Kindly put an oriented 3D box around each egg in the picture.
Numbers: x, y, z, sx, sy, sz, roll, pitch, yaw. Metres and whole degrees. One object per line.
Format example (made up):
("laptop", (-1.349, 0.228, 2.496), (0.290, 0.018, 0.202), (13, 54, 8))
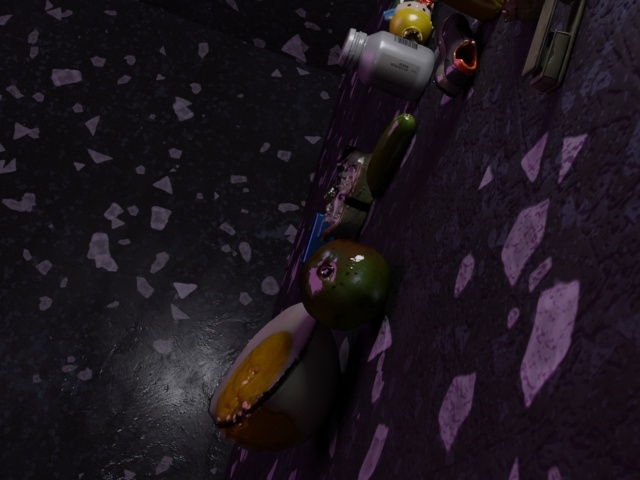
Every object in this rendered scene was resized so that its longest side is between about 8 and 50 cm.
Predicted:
("egg", (-0.066, 0.309, 1.417), (0.337, 0.201, 0.337), (-40, 20, 18))

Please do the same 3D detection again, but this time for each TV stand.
("TV stand", (0.308, -0.307, 0.832), (0.036, 0.042, 0.249), (131, 157, -83))

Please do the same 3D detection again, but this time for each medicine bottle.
("medicine bottle", (0.157, -0.434, 1.619), (0.135, 0.216, 0.135), (-161, 90, -84))

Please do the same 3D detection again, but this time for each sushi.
("sushi", (0.084, -0.107, 1.773), (0.109, 0.134, 0.272), (15, 74, 52))

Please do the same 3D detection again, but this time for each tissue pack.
("tissue pack", (0.249, -0.471, 1.207), (0.120, 0.169, 0.082), (-98, 33, -75))

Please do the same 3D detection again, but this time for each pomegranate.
("pomegranate", (0.056, 0.097, 1.294), (0.209, 0.180, 0.179), (53, -134, -51))

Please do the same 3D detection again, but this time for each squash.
("squash", (0.159, -0.204, 1.602), (0.066, 0.066, 0.252), (-79, 10, -48))

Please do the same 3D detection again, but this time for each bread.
("bread", (0.314, -0.420, 0.976), (0.119, 0.067, 0.192), (119, 168, -54))

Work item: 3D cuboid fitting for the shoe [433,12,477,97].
("shoe", (0.263, -0.359, 1.239), (0.077, 0.074, 0.194), (-39, 33, 55))

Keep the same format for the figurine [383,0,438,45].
("figurine", (0.256, -0.599, 1.756), (0.185, 0.127, 0.234), (-42, 15, 21))

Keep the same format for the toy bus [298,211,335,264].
("toy bus", (0.000, 0.000, 2.202), (0.106, 0.090, 0.184), (161, 126, -80))
